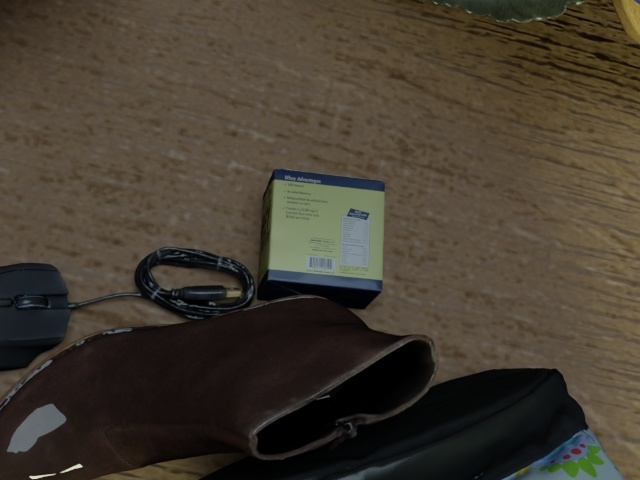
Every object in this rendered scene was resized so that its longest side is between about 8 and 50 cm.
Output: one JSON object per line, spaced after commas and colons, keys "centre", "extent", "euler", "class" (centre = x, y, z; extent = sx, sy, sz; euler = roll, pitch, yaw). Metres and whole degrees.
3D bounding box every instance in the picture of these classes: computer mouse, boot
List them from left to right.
{"centre": [-0.162, 0.041, 0.686], "extent": [0.242, 0.041, 0.071], "euler": [-9, 74, -15], "class": "computer mouse"}
{"centre": [-0.077, 0.094, 0.593], "extent": [0.248, 0.207, 0.090], "euler": [-22, 98, -20], "class": "boot"}

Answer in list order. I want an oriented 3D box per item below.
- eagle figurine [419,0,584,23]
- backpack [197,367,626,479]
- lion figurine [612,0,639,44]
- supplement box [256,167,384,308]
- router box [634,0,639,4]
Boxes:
{"centre": [0.097, -0.307, 0.803], "extent": [0.298, 0.225, 0.226], "euler": [0, 115, -42], "class": "eagle figurine"}
{"centre": [0.100, 0.276, 0.575], "extent": [0.290, 0.273, 0.356], "euler": [-15, 89, -23], "class": "backpack"}
{"centre": [0.330, -0.160, 0.782], "extent": [0.392, 0.142, 0.240], "euler": [35, 78, -8], "class": "lion figurine"}
{"centre": [0.000, 0.000, 0.725], "extent": [0.083, 0.056, 0.083], "euler": [6, 71, -10], "class": "supplement box"}
{"centre": [0.196, -0.347, 0.668], "extent": [0.335, 0.082, 0.301], "euler": [36, 72, 6], "class": "router box"}
